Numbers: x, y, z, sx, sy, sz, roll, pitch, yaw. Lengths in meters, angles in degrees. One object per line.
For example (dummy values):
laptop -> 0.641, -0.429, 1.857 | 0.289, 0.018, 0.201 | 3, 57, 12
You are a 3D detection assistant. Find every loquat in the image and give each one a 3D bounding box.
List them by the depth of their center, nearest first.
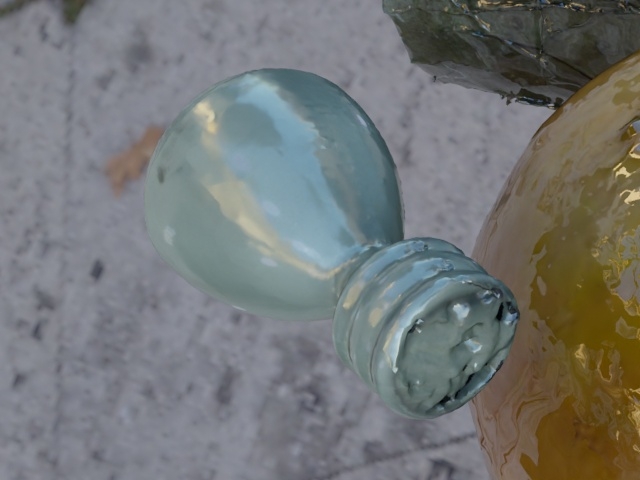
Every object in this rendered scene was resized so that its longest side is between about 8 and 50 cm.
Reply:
loquat -> 0.225, 0.054, 0.886 | 0.328, 0.328, 0.328 | -20, 58, 36

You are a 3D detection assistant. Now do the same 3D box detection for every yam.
yam -> 0.215, -0.187, 1.226 | 0.348, 0.241, 0.241 | 12, 79, 31

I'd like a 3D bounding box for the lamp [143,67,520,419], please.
lamp -> 0.000, 0.000, 0.763 | 0.106, 0.106, 0.193 | -55, 43, 8
